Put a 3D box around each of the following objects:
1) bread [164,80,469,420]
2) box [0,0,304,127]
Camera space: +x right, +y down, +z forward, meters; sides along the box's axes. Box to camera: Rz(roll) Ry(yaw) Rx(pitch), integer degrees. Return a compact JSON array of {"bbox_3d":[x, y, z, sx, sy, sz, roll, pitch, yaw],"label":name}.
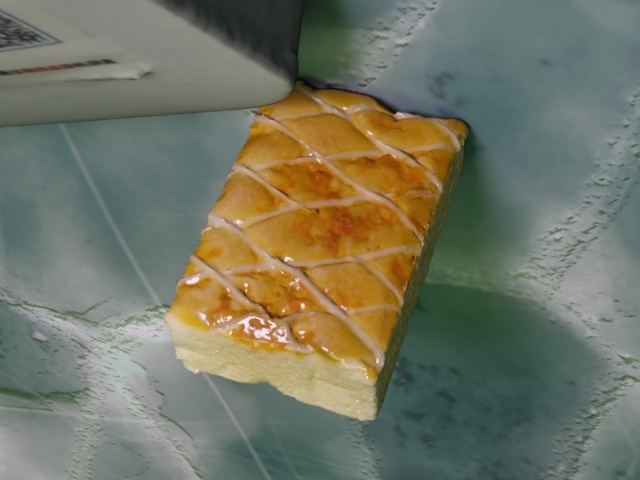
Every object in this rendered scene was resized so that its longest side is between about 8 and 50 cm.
[{"bbox_3d":[0.000,-0.001,0.909,0.125,0.188,0.068,15,147,11],"label":"bread"},{"bbox_3d":[-0.253,-0.148,0.788,0.396,0.111,0.396,-2,168,27],"label":"box"}]
